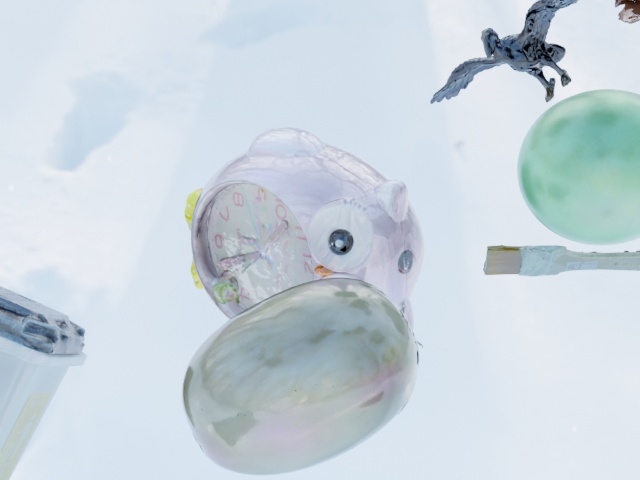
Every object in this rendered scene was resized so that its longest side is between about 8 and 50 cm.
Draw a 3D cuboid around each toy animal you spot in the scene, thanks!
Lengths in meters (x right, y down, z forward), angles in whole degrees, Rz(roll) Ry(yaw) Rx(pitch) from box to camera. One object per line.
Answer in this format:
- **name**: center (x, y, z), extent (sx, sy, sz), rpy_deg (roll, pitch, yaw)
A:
- **toy animal**: center (0.200, -0.185, 1.242), extent (0.108, 0.220, 0.062), rpy_deg (23, 51, -24)

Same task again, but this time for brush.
- **brush**: center (0.427, 0.033, 1.978), extent (0.336, 0.085, 0.020), rpy_deg (-1, 55, 0)

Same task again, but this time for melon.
- **melon**: center (-0.022, 0.173, 1.598), extent (0.317, 0.223, 0.223), rpy_deg (-27, 35, -4)

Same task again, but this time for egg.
- **egg**: center (0.406, -0.104, 1.773), extent (0.270, 0.220, 0.220), rpy_deg (-6, 32, -28)

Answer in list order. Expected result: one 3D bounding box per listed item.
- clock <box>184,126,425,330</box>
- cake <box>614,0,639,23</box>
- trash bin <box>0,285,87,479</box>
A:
- **clock**: center (0.000, 0.000, 2.035), extent (0.377, 0.368, 0.250), rpy_deg (10, 22, 37)
- **cake**: center (0.418, -0.283, 1.204), extent (0.287, 0.098, 0.135), rpy_deg (-13, 17, 7)
- **trash bin**: center (-0.566, 0.245, 1.926), extent (0.296, 0.367, 0.256), rpy_deg (23, -2, 5)
